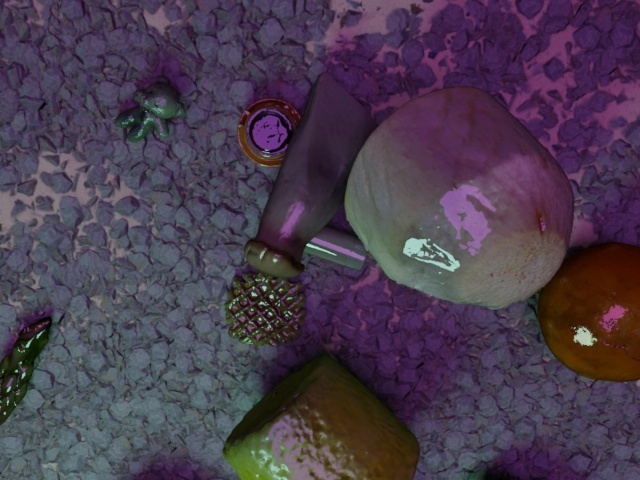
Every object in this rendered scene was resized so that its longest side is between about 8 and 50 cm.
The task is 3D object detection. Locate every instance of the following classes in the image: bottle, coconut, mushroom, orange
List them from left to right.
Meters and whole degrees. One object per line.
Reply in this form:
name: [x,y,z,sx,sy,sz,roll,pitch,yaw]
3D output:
mushroom: [-0.012,-0.116,1.035,0.154,0.137,0.407,25,83,-21]
bottle: [0.000,0.000,1.123,0.201,0.072,0.072,20,100,-2]
coconut: [0.247,-0.079,0.976,0.415,0.415,0.344,41,110,-6]
orange: [0.585,0.144,1.060,0.283,0.226,0.284,-1,104,-4]

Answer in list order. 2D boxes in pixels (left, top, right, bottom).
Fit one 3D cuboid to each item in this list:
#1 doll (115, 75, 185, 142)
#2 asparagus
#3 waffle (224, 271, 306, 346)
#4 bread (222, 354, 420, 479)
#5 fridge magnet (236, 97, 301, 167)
doll: [-0.356,-0.263,1.088,0.150,0.077,0.115,-35,87,18]
asparagus: [-0.689,0.298,1.194,0.080,0.080,0.287,24,101,-3]
waffle: [-0.122,0.153,1.172,0.183,0.036,0.169,4,99,0]
bread: [-0.011,0.433,1.075,0.308,0.348,0.348,45,98,-1]
fridge magnet: [-0.102,-0.222,1.089,0.143,0.063,0.143,0,98,1]
